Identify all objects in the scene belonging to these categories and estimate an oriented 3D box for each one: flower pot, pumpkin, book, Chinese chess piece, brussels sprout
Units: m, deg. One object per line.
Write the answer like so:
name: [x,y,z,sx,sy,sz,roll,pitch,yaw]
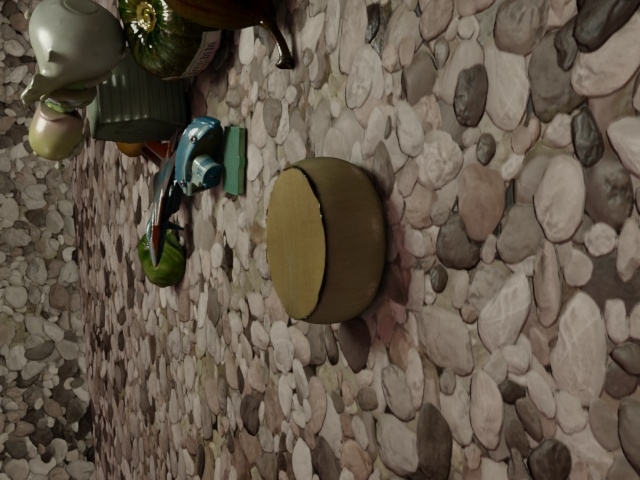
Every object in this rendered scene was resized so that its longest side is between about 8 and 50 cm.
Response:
flower pot: [-0.442,-0.346,1.901,0.209,0.240,0.189,62,-160,-83]
pumpkin: [-0.297,-0.468,1.648,0.260,0.189,0.260,20,122,37]
book: [-0.174,-0.162,1.598,0.103,0.017,0.134,-161,72,-64]
Chinese chess piece: [0.000,0.000,1.179,0.250,0.103,0.249,12,104,63]
brussels sprout: [-0.397,0.047,1.979,0.139,0.101,0.181,46,124,26]

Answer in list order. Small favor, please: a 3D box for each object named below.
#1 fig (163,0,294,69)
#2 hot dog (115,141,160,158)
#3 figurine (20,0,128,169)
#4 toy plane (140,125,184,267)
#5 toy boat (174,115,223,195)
fig: [-0.139,-0.423,1.381,0.320,0.217,0.217,50,144,7]
hot dog: [-0.505,-0.324,2.138,0.326,0.107,0.193,-36,60,58]
figurine: [-0.566,-0.322,1.704,0.394,0.227,0.274,-65,-4,33]
toy plane: [-0.365,-0.096,1.877,0.223,0.105,0.326,157,112,-62]
toy boat: [-0.237,-0.166,1.657,0.102,0.088,0.215,43,137,24]
